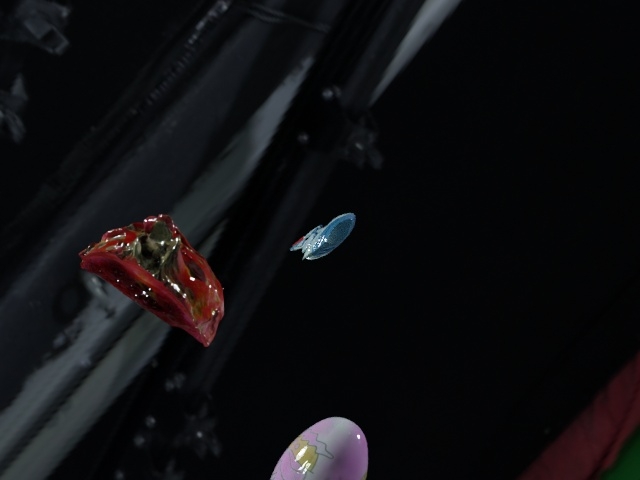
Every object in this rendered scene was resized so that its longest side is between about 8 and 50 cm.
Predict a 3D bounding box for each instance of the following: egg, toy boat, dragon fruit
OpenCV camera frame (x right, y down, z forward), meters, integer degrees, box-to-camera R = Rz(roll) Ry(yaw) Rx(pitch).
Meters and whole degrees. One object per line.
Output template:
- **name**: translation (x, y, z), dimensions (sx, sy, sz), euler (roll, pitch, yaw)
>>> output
- **egg**: translation (-0.003, 0.503, 2.341), dimensions (0.196, 0.196, 0.271), euler (16, -82, -45)
- **toy boat**: translation (0.009, -0.007, 1.693), dimensions (0.105, 0.149, 0.034), euler (-37, -83, -6)
- **dragon fruit**: translation (-0.252, 0.032, 1.787), dimensions (0.134, 0.262, 0.211), euler (-55, -7, -20)
